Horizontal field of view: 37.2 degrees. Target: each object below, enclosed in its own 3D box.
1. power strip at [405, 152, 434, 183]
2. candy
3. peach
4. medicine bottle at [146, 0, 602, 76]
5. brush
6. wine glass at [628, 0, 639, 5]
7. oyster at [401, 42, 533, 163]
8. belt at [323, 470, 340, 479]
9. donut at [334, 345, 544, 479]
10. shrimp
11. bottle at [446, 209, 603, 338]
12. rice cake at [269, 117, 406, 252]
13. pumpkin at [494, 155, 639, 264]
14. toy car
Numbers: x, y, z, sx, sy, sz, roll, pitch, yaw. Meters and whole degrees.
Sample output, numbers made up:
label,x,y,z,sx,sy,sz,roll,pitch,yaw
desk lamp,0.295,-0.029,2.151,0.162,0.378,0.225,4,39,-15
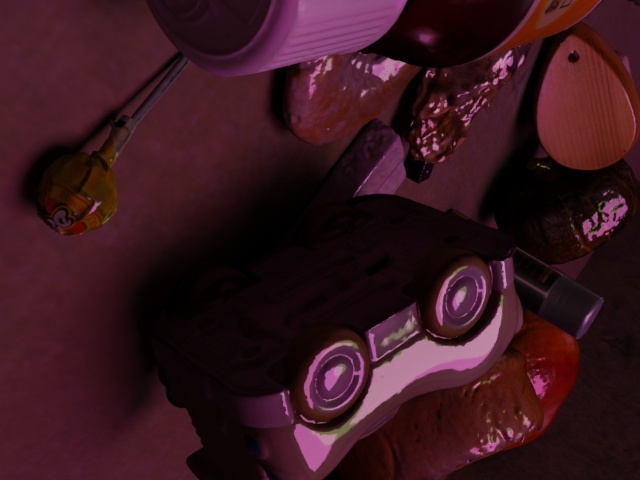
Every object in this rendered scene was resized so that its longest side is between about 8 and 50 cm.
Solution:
label,x,y,z,sx,sy,sz,roll,pitch,yaw
power strip,0.144,-0.131,1.275,0.038,0.029,0.111,-26,140,-52
candy,-0.144,-0.084,0.718,0.058,0.062,0.194,44,63,-23
peach,0.336,0.260,1.860,0.372,0.290,0.372,-42,153,-28
medicine bottle,0.057,-0.232,0.709,0.395,0.242,0.242,-28,145,-37
brush,0.447,-0.262,1.596,0.166,0.174,0.266,-63,144,-49
wine glass,0.538,-0.503,1.412,0.190,0.190,0.357,-51,153,-15
oyster,0.207,-0.247,1.190,0.129,0.078,0.345,31,89,-45
belt,0.005,0.402,1.442,0.115,0.227,0.324,-56,170,5
donut,0.159,0.264,1.371,0.317,0.150,0.299,-33,162,35
shrimp,0.073,-0.223,0.943,0.317,0.077,0.168,-50,155,-11
bottle,0.313,0.052,1.533,0.082,0.286,0.082,-45,155,-28
rice cake,0.001,0.000,1.119,0.298,0.050,0.106,-52,157,-13
pumpkin,0.432,-0.078,1.717,0.260,0.189,0.260,-33,-164,11
toy car,0.023,0.115,0.963,0.336,0.242,0.226,-28,121,-30
